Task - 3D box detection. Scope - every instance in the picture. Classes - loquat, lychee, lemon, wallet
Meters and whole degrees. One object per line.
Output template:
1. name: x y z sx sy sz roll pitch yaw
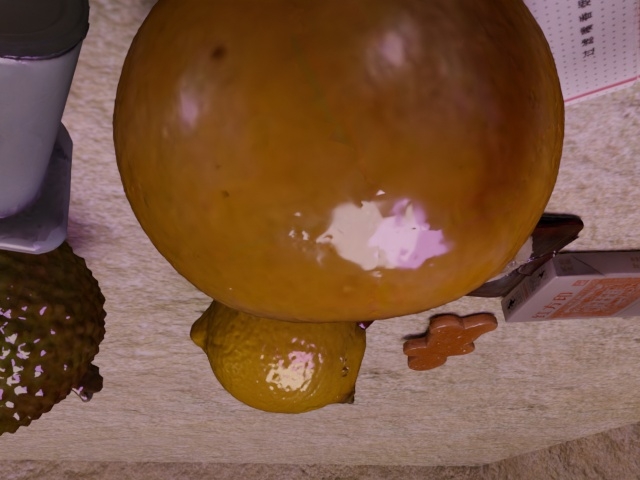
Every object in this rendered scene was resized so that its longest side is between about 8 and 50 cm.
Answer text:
1. loquat: 0.004 -0.106 0.524 0.328 0.328 0.360 -13 108 10
2. lychee: -0.398 0.104 0.851 0.269 0.270 0.320 -5 173 -4
3. lemon: -0.058 0.138 1.032 0.253 0.229 0.228 20 144 -19
4. wallet: 0.310 0.031 1.132 0.137 0.031 0.255 3 151 -21

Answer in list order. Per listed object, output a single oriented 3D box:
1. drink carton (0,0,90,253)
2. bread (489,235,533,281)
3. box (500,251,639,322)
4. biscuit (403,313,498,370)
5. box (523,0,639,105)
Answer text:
1. drink carton: -0.278 -0.125 0.544 0.185 0.191 0.190 8 139 -22
2. bread: 0.174 -0.033 0.857 0.148 0.141 0.134 2 153 -18
3. box: 0.537 0.084 1.271 0.365 0.051 0.205 -1 152 -13
4. biscuit: 0.254 0.213 1.467 0.165 0.036 0.250 2 148 -16
5. box: 0.309 -0.237 0.553 0.330 0.095 0.210 -15 151 17
